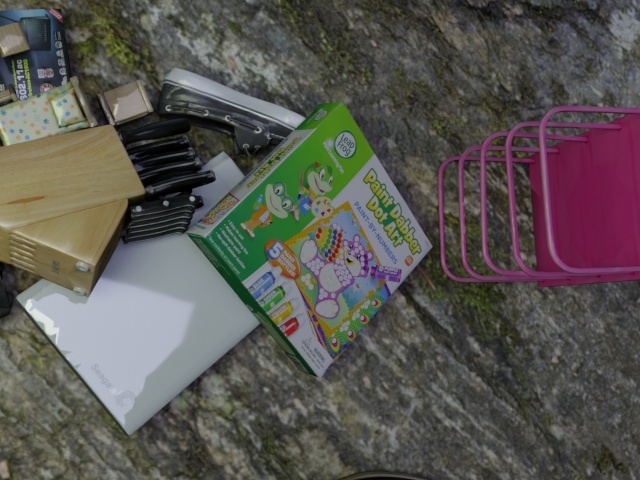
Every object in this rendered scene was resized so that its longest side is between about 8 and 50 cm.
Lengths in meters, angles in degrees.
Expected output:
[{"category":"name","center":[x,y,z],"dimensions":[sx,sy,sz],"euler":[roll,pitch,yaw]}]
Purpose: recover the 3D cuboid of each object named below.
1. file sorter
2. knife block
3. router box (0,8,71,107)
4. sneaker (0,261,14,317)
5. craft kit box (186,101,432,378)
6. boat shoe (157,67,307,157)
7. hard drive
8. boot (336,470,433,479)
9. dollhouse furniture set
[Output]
[{"category":"file sorter","center":[0.290,-0.044,0.914],"dimensions":[0.182,0.290,0.202],"euler":[-1,84,-15]},{"category":"knife block","center":[-0.266,-0.075,0.791],"dimensions":[0.275,0.088,0.242],"euler":[24,56,-10]},{"category":"router box","center":[-0.355,-0.219,0.863],"dimensions":[0.092,0.038,0.122],"euler":[-9,87,-17]},{"category":"sneaker","center":[-0.414,0.036,0.811],"dimensions":[0.152,0.058,0.084],"euler":[47,45,15]},{"category":"craft kit box","center":[0.000,0.000,0.891],"dimensions":[0.246,0.061,0.250],"euler":[-49,119,-23]},{"category":"boat shoe","center":[-0.102,-0.147,0.915],"dimensions":[0.228,0.080,0.076],"euler":[22,84,-13]},{"category":"hard drive","center":[-0.176,0.056,0.867],"dimensions":[0.307,0.040,0.203],"euler":[-40,96,-26]},{"category":"boot","center":[0.032,0.356,0.789],"dimensions":[0.377,0.284,0.138],"euler":[5,83,-16]},{"category":"dollhouse furniture set","center":[-0.304,-0.194,0.799],"dimensions":[0.182,0.101,0.161],"euler":[-24,98,-16]}]
